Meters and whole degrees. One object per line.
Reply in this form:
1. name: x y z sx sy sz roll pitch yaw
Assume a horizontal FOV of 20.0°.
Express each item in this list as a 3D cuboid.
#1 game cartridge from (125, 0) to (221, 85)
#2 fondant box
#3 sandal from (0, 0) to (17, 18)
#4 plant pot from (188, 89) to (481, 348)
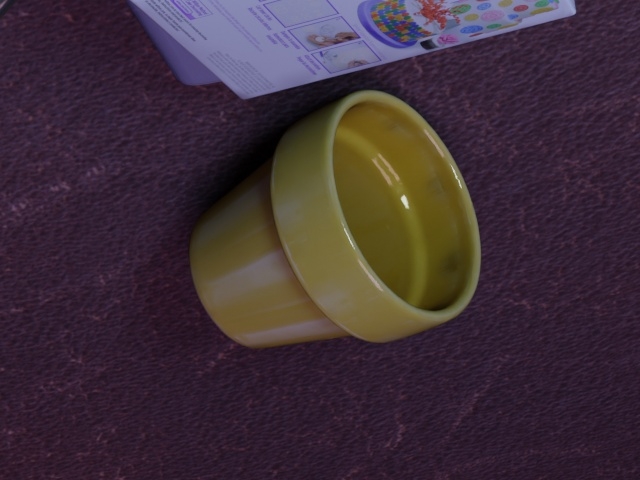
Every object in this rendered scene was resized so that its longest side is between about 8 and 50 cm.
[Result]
1. game cartridge: -0.036 -0.259 1.730 0.294 0.060 0.196 -22 141 10
2. fondant box: 0.030 -0.240 1.561 0.330 0.096 0.238 -12 160 18
3. sandal: -0.304 -0.239 1.662 0.219 0.090 0.060 -32 118 22
4. plant pot: 0.000 0.000 1.892 0.239 0.254 0.254 -23 139 34
